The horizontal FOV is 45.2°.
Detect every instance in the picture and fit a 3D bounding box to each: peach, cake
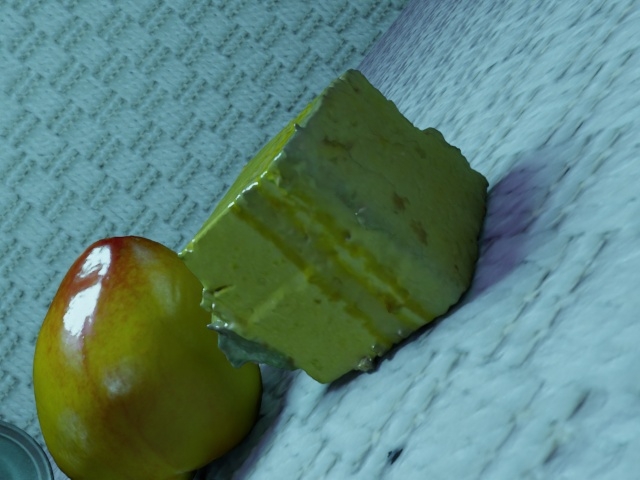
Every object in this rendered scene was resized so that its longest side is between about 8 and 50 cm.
[{"bbox_3d":[-0.229,0.160,0.977,0.289,0.308,0.289,-40,-3,-3],"label":"peach"},{"bbox_3d":[0.000,0.000,0.828,0.286,0.222,0.227,-41,12,36],"label":"cake"}]

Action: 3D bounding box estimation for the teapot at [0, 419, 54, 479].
[{"bbox_3d":[-0.554,0.478,1.218,0.233,0.315,0.312,-26,-17,-45],"label":"teapot"}]
